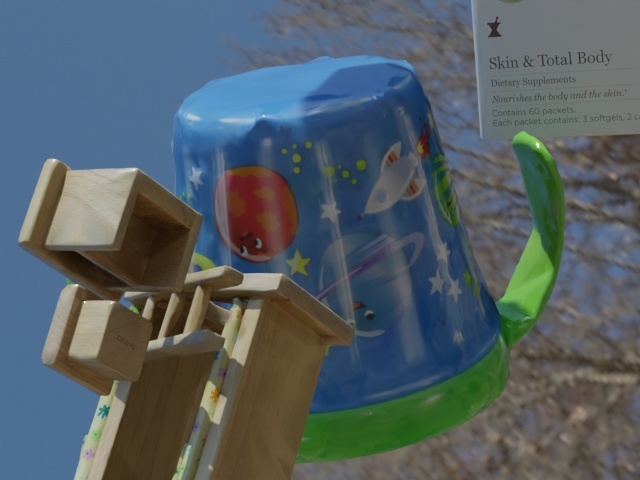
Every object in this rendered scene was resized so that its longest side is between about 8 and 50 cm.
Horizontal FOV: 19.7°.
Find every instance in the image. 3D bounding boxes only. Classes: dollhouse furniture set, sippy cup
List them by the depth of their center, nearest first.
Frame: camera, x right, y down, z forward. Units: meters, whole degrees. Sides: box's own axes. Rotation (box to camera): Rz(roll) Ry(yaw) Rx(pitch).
[{"bbox_3d":[-0.091,0.085,0.733,0.161,0.101,0.182,39,-121,-46],"label":"dollhouse furniture set"},{"bbox_3d":[0.000,0.000,1.230,0.305,0.240,0.224,-29,-63,-49],"label":"sippy cup"}]

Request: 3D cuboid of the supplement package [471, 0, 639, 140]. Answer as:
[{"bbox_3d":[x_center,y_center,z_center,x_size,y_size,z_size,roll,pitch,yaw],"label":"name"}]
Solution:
[{"bbox_3d":[0.231,-0.216,1.358,0.198,0.199,0.263,-20,-73,-63],"label":"supplement package"}]
